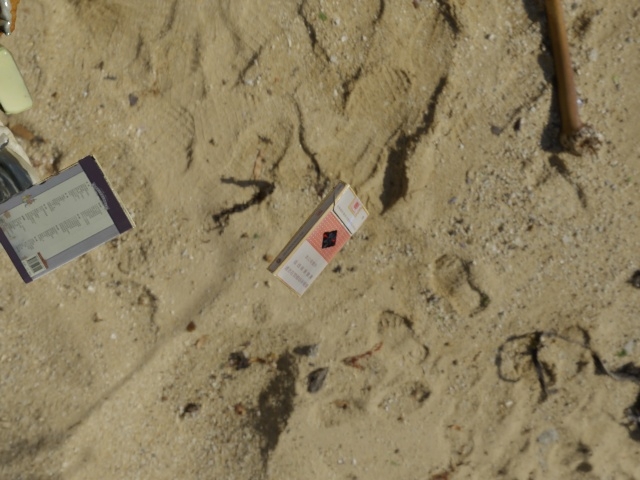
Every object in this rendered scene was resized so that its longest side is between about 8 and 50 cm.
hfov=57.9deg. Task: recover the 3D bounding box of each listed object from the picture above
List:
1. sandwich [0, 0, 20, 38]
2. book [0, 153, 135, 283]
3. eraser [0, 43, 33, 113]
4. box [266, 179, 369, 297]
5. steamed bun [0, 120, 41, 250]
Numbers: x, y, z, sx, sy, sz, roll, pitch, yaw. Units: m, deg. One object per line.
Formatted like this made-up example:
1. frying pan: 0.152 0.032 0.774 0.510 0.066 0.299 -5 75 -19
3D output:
1. sandwich: -0.417 -0.338 0.665 0.160 0.109 0.184 1 95 -49
2. book: -0.489 -0.041 1.089 0.231 0.026 0.157 -28 98 -2
3. eraser: -0.602 -0.309 1.053 0.058 0.172 0.117 -36 140 -30
4. box: 0.000 0.000 0.425 0.083 0.012 0.046 -50 143 -5
5. steamed bun: -0.768 -0.118 1.237 0.324 0.219 0.309 -22 109 -9
